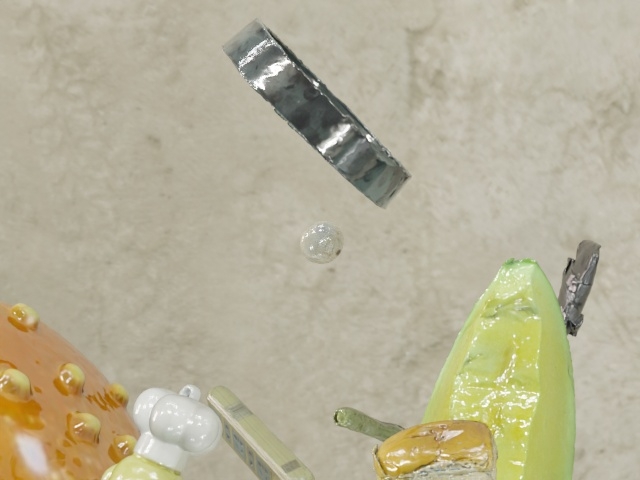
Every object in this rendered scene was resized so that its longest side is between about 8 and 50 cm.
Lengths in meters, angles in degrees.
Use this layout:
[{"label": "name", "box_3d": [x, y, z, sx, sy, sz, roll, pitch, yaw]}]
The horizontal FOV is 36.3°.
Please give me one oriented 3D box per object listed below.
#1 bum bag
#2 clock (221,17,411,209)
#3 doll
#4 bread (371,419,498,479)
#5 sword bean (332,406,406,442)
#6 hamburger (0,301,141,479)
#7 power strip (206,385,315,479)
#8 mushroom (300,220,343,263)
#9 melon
[{"label": "bum bag", "box_3d": [0.487, 0.117, 1.893, 0.059, 0.123, 0.249, 16, 102, 5]}, {"label": "clock", "box_3d": [-0.001, -0.171, 1.310, 0.061, 0.312, 0.313, -44, 68, 8]}, {"label": "doll", "box_3d": [-0.129, 0.186, 0.742, 0.106, 0.062, 0.163, 9, 72, 45]}, {"label": "bread", "box_3d": [0.098, 0.187, 0.841, 0.105, 0.072, 0.053, -8, 105, 15]}, {"label": "sword bean", "box_3d": [0.110, 0.295, 1.487, 0.043, 0.269, 0.038, 14, 79, 43]}, {"label": "hamburger", "box_3d": [-0.368, 0.247, 1.081, 0.277, 0.395, 0.396, -37, 70, 8]}, {"label": "power strip", "box_3d": [-0.116, 0.417, 1.916, 0.387, 0.066, 0.092, 34, 135, 46]}, {"label": "mushroom", "box_3d": [0.000, 0.000, 1.852, 0.085, 0.079, 0.085, -4, 105, -13]}, {"label": "melon", "box_3d": [0.228, 0.187, 1.199, 0.196, 0.124, 0.324, 12, 66, 15]}]
